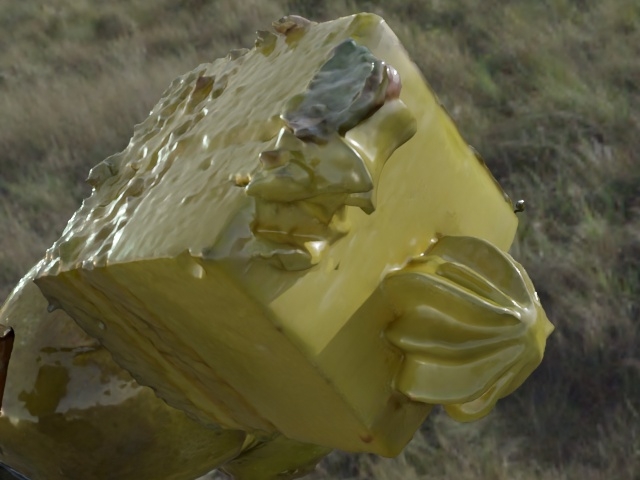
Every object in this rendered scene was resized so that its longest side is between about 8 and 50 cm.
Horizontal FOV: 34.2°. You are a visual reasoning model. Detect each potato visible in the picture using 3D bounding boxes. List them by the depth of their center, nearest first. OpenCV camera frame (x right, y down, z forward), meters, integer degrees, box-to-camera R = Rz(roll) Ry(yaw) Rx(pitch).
[{"bbox_3d":[-0.174,0.162,1.042,0.290,0.397,0.296,20,52,32],"label":"potato"}]

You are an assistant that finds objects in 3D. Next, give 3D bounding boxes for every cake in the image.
[{"bbox_3d":[0.000,0.000,0.698,0.286,0.227,0.222,-10,42,46],"label":"cake"}]

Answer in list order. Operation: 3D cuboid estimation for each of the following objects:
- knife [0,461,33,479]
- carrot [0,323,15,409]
[{"bbox_3d":[-0.245,0.201,0.784,0.072,0.245,0.019,-54,10,9],"label":"knife"},{"bbox_3d":[-0.279,0.149,0.654,0.159,0.225,0.159,4,3,0],"label":"carrot"}]
